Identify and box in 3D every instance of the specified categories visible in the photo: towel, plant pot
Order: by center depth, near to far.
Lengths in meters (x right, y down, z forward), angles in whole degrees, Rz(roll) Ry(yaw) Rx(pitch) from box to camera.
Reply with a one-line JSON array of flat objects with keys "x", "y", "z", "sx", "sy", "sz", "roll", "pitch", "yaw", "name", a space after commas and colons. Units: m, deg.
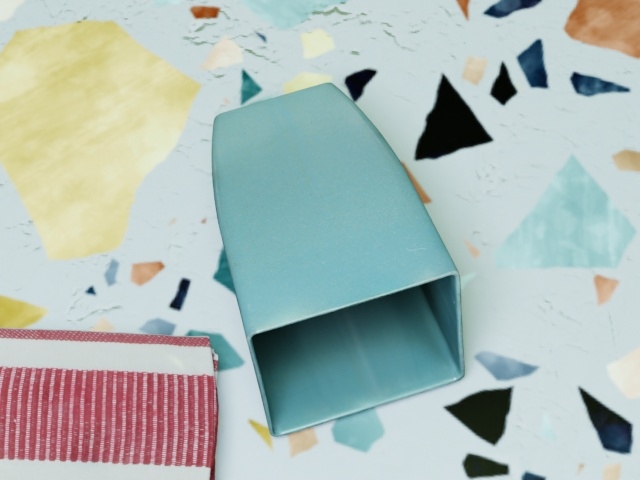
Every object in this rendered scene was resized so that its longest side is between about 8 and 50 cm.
[{"x": -0.201, "y": 0.218, "z": 1.339, "sx": 0.237, "sy": 0.037, "sz": 0.329, "roll": 3, "pitch": 58, "yaw": -3, "name": "towel"}, {"x": 0.000, "y": 0.000, "z": 1.420, "sx": 0.165, "sy": 0.165, "sz": 0.234, "roll": -16, "pitch": 57, "yaw": -5, "name": "plant pot"}]
